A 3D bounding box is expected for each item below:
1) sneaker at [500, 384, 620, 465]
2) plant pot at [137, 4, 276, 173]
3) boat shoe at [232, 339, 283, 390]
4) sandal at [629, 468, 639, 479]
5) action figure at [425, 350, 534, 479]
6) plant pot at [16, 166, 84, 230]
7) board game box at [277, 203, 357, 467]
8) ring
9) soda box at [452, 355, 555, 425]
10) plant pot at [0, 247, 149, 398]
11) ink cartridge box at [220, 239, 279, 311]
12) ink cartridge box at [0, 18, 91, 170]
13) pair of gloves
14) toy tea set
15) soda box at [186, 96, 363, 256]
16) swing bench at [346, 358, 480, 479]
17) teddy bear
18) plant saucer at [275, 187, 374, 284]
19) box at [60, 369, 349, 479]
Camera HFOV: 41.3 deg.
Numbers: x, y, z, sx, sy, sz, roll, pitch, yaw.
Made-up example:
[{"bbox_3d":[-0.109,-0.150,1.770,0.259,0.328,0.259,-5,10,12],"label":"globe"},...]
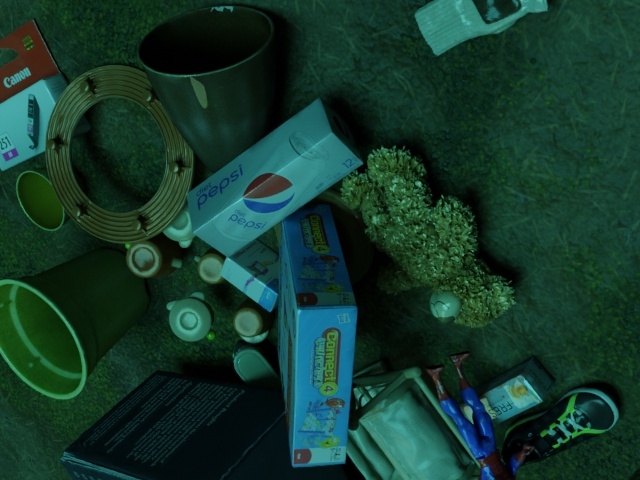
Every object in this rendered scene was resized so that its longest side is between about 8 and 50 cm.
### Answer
[{"bbox_3d":[0.383,0.318,1.376,0.084,0.097,0.235,48,132,1],"label":"sneaker"},{"bbox_3d":[-0.161,-0.227,1.385,0.215,0.215,0.230,15,137,27],"label":"plant pot"},{"bbox_3d":[-0.106,0.297,1.721,0.081,0.068,0.228,-29,113,-3],"label":"boat shoe"},{"bbox_3d":[0.519,0.414,1.363,0.049,0.072,0.180,27,131,0],"label":"sandal"},{"bbox_3d":[0.274,0.318,1.344,0.139,0.091,0.280,-21,91,63],"label":"action figure"},{"bbox_3d":[-0.552,-0.100,1.778,0.134,0.095,0.134,16,123,26],"label":"plant pot"},{"bbox_3d":[-0.014,0.146,1.372,0.086,0.302,0.308,-2,122,-7],"label":"board game box"},{"bbox_3d":[-0.388,-0.159,1.599,0.336,0.032,0.336,3,99,23],"label":"ring"},{"bbox_3d":[0.301,0.265,1.425,0.058,0.063,0.183,51,132,2],"label":"soda box"},{"bbox_3d":[-0.508,0.146,1.783,0.276,0.254,0.276,16,124,26],"label":"plant pot"},{"bbox_3d":[-0.110,0.061,1.572,0.122,0.088,0.052,34,130,14],"label":"ink cartridge box"},{"bbox_3d":[-0.622,-0.291,1.742,0.275,0.060,0.239,-14,108,39],"label":"ink cartridge box"},{"bbox_3d":[0.186,-0.387,1.145,0.204,0.042,0.240,-14,106,39],"label":"pair of gloves"},{"bbox_3d":[-0.233,0.075,1.676,0.200,0.124,0.336,-35,90,12],"label":"toy tea set"},{"bbox_3d":[-0.077,-0.098,1.364,0.286,0.098,0.091,-33,135,18],"label":"soda box"},{"bbox_3d":[0.142,0.358,1.504,0.253,0.165,0.255,54,166,-5],"label":"swing bench"},{"bbox_3d":[0.158,0.006,1.345,0.245,0.113,0.338,-15,106,41],"label":"teddy bear"},{"bbox_3d":[0.000,0.000,1.497,0.200,0.037,0.200,17,124,27],"label":"plant saucer"},{"bbox_3d":[-0.184,0.547,1.696,0.472,0.297,0.480,0,123,45],"label":"box"}]
